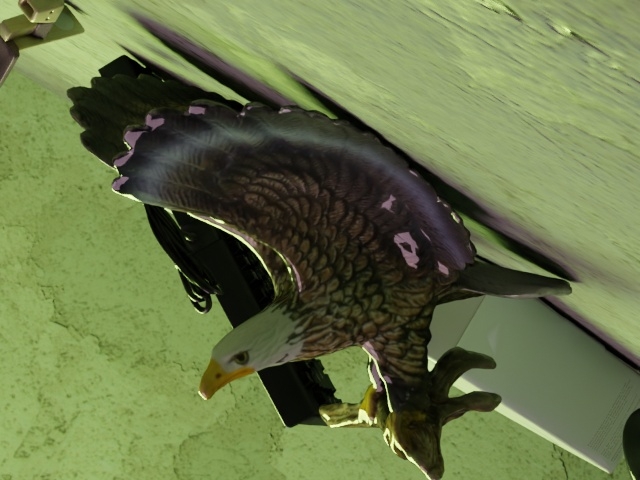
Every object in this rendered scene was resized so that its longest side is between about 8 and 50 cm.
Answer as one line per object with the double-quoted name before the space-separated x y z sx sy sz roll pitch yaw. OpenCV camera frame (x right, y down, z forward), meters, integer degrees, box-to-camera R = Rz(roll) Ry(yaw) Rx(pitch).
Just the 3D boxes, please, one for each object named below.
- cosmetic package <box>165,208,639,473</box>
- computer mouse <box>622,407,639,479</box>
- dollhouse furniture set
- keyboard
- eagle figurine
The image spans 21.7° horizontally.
"cosmetic package" 0.075 0.049 1.472 0.377 0.097 0.284 28 174 44
"computer mouse" 0.343 0.200 1.206 0.272 0.188 0.072 38 133 2
"dollhouse furniture set" -0.213 -0.183 1.164 0.081 0.091 0.114 -27 -105 -45
"keyboard" -0.079 -0.004 1.236 0.317 0.033 0.201 60 -166 16
"eagle figurine" -0.006 0.006 1.027 0.226 0.225 0.298 -19 109 32
